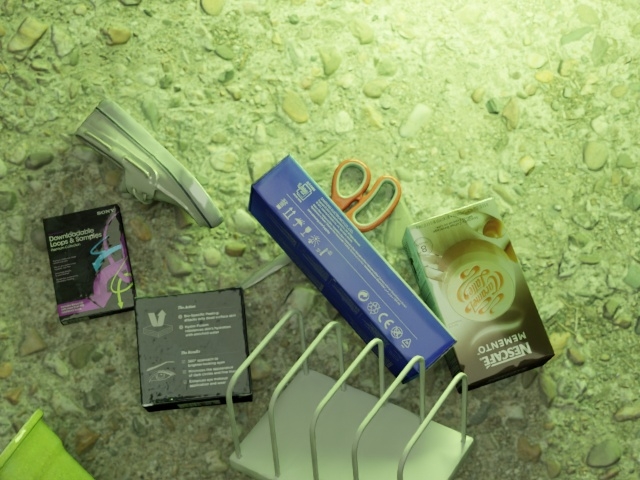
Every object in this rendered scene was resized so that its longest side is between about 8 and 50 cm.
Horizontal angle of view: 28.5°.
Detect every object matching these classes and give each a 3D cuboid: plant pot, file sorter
[{"bbox_3d":[-0.357,0.408,1.660,0.254,0.276,0.276,38,77,-5],"label":"plant pot"},{"bbox_3d":[0.036,0.234,1.666,0.277,0.173,0.193,20,47,26],"label":"file sorter"}]

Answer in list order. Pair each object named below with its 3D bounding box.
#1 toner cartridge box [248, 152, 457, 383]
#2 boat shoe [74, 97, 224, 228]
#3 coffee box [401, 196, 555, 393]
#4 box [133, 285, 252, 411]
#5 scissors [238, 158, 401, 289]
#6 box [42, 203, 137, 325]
[{"bbox_3d":[0.039,0.045,1.781,0.075,0.165,0.348,-41,85,-10],"label":"toner cartridge box"},{"bbox_3d":[-0.256,-0.098,1.859,0.267,0.096,0.088,44,83,10],"label":"boat shoe"},{"bbox_3d":[0.226,0.081,1.824,0.141,0.098,0.246,-19,77,-6],"label":"coffee box"},{"bbox_3d":[-0.180,0.156,1.796,0.156,0.093,0.158,-5,77,-3],"label":"box"},{"bbox_3d":[0.000,0.000,1.877,0.109,0.021,0.297,39,77,6],"label":"scissors"},{"bbox_3d":[-0.340,0.034,1.855,0.116,0.029,0.162,-12,75,-5],"label":"box"}]
